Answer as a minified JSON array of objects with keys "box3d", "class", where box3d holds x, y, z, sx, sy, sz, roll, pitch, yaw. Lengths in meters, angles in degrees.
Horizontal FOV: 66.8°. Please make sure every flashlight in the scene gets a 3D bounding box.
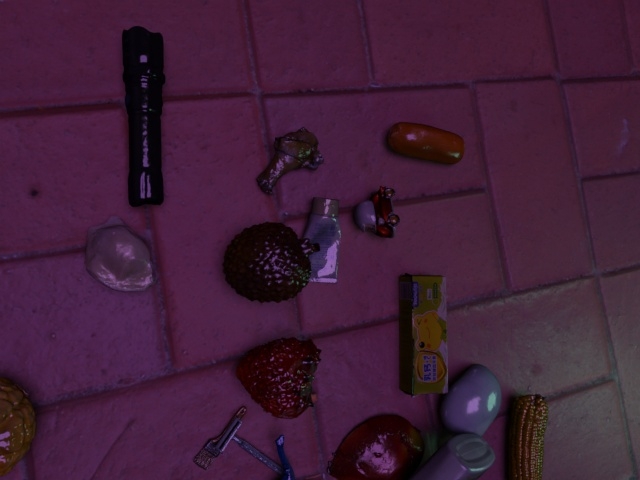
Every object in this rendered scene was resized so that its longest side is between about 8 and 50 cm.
[{"box3d":[-0.419,-0.286,1.145,0.103,0.103,0.423,0,87,-17],"class":"flashlight"}]

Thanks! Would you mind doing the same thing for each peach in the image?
[{"box3d":[0.155,0.563,1.266,0.280,0.068,0.188,-15,89,-18],"class":"peach"}]

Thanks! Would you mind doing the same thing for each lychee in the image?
[{"box3d":[-0.114,0.050,1.161,0.239,0.200,0.199,-20,92,0],"class":"lychee"}]

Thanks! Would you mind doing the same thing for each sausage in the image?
[{"box3d":[0.302,-0.277,1.371,0.239,0.098,0.097,9,83,-18],"class":"sausage"}]

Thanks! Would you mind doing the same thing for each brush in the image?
[{"box3d":[-0.238,0.475,1.178,0.043,0.014,0.169,43,73,-13],"class":"brush"}]

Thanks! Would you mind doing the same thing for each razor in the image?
[{"box3d":[-0.153,0.527,1.190,0.211,0.036,0.084,43,69,-18],"class":"razor"}]

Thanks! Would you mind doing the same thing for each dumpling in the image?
[{"box3d":[-0.460,0.036,1.096,0.136,0.118,0.199,-24,71,-20],"class":"dumpling"}]

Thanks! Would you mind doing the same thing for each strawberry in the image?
[{"box3d":[-0.102,0.319,1.155,0.202,0.184,0.186,11,118,5],"class":"strawberry"}]

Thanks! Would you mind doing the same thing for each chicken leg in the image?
[{"box3d":[-0.085,-0.212,1.252,0.196,0.080,0.125,-31,108,-17],"class":"chicken leg"}]

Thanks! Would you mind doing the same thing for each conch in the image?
[{"box3d":[0.432,0.452,1.347,0.221,0.121,0.184,-47,129,-20],"class":"conch"}]

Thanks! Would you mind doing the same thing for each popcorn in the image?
[{"box3d":[-0.700,0.389,0.955,0.251,0.190,0.249,6,71,-18],"class":"popcorn"}]

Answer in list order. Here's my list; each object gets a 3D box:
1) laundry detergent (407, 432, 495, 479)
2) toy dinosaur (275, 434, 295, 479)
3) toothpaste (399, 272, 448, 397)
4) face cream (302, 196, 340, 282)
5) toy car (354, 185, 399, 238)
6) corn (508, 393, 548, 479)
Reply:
[{"box3d":[0.305,0.624,1.247,0.215,0.105,0.280,10,120,-47],"class":"laundry detergent"},{"box3d":[-0.093,0.642,1.169,0.145,0.076,0.328,21,90,-11],"class":"toy dinosaur"},{"box3d":[0.279,0.252,1.325,0.111,0.077,0.326,2,85,-19],"class":"toothpaste"},{"box3d":[0.000,0.000,1.276,0.114,0.070,0.223,5,96,-17],"class":"face cream"},{"box3d":[0.146,-0.073,1.305,0.112,0.112,0.139,-5,77,-2],"class":"toy car"},{"box3d":[0.586,0.594,1.381,0.102,0.102,0.312,9,82,-17],"class":"corn"}]
